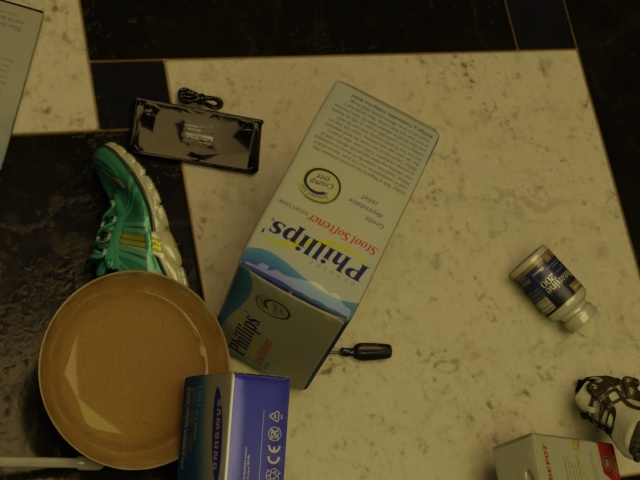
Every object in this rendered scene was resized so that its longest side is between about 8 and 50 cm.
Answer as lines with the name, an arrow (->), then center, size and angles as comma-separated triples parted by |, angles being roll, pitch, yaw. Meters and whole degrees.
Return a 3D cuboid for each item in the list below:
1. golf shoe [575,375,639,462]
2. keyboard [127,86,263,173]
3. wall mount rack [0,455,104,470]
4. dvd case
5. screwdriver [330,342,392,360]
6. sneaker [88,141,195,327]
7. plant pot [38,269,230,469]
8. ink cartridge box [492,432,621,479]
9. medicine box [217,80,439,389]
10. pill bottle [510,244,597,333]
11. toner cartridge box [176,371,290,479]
golf shoe -> 0.385, 0.234, 1.775 | 0.094, 0.198, 0.077 | 12, 103, 1
keyboard -> -0.168, -0.154, 1.815 | 0.180, 0.023, 0.108 | 9, 73, -16
wall mount rack -> -0.336, 0.314, 1.446 | 0.304, 0.350, 0.130 | -36, 118, -25
dvd case -> -0.476, -0.215, 1.735 | 0.180, 0.022, 0.253 | 15, 65, -13
screwdriver -> 0.012, 0.145, 1.759 | 0.170, 0.024, 0.025 | 3, 38, -10
sneaker -> -0.241, 0.002, 1.686 | 0.110, 0.107, 0.275 | -17, 75, -15
plant pot -> -0.223, 0.154, 1.594 | 0.236, 0.032, 0.236 | 3, 82, -24
ink cartridge box -> 0.310, 0.323, 1.714 | 0.175, 0.072, 0.127 | 14, 59, -40
medicine box -> 0.000, 0.000, 1.666 | 0.149, 0.263, 0.289 | 27, 63, 0
pill bottle -> 0.328, 0.070, 1.865 | 0.067, 0.067, 0.120 | -40, 85, -27
toner cartridge box -> -0.109, 0.327, 1.515 | 0.075, 0.165, 0.348 | 8, 79, -24
